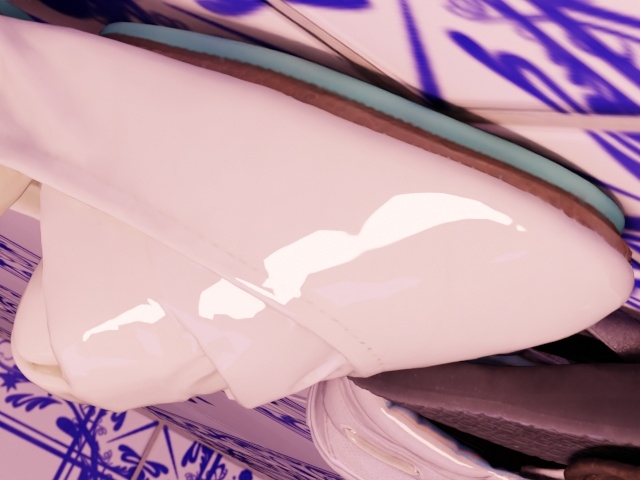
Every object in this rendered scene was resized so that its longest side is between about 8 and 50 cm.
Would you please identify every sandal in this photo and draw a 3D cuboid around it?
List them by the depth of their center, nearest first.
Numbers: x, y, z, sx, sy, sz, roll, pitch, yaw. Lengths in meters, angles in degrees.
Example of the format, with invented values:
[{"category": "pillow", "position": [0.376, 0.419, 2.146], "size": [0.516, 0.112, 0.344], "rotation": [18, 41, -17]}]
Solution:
[{"category": "sandal", "position": [0.121, 0.055, 0.676], "size": [0.254, 0.055, 0.097], "rotation": [3, 164, 43]}]

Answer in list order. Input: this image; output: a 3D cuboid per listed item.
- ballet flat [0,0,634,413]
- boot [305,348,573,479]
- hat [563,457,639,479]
[{"category": "ballet flat", "position": [-0.097, -0.017, 0.611], "size": [0.400, 0.139, 0.139], "rotation": [23, 169, 20]}, {"category": "boot", "position": [0.119, 0.112, 0.822], "size": [0.258, 0.095, 0.123], "rotation": [21, 163, -3]}, {"category": "hat", "position": [0.232, 0.181, 0.654], "size": [0.331, 0.134, 0.331], "rotation": [14, 169, 3]}]
